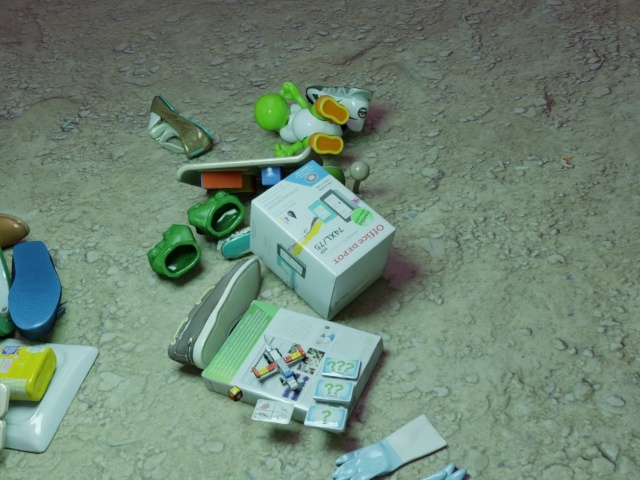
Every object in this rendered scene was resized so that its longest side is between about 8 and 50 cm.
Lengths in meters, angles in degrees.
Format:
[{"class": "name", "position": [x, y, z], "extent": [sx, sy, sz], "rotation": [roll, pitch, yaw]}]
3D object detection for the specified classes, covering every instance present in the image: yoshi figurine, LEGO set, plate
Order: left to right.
[{"class": "plate", "position": [-0.668, 0.319, 1.576], "extent": [0.277, 0.045, 0.278], "rotation": [3, 42, 14]}, {"class": "LEGO set", "position": [-0.056, 0.277, 1.423], "extent": [0.244, 0.060, 0.183], "rotation": [4, 40, 14]}, {"class": "yoshi figurine", "position": [-0.080, -0.347, 2.077], "extent": [0.203, 0.203, 0.362], "rotation": [-36, 27, -17]}]

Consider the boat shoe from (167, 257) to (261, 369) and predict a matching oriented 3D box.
[{"class": "boat shoe", "position": [-0.233, 0.153, 1.634], "extent": [0.096, 0.117, 0.324], "rotation": [5, 43, 23]}]

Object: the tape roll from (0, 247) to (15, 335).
[{"class": "tape roll", "position": [-0.802, 0.074, 1.666], "extent": [0.077, 0.321, 0.321], "rotation": [-17, 42, -9]}]

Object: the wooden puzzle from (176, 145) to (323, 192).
[{"class": "wooden puzzle", "position": [-0.173, -0.168, 1.909], "extent": [0.347, 0.081, 0.322], "rotation": [-8, -1, 6]}]

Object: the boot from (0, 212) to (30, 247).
[{"class": "boot", "position": [-0.921, 0.038, 1.886], "extent": [0.283, 0.109, 0.220], "rotation": [-5, 40, 7]}]

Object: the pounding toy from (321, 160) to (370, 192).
[{"class": "pounding toy", "position": [0.019, -0.103, 1.861], "extent": [0.236, 0.183, 0.110], "rotation": [-16, 67, -13]}]

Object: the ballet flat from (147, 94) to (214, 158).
[{"class": "ballet flat", "position": [-0.467, -0.351, 2.263], "extent": [0.124, 0.116, 0.342], "rotation": [-44, 54, -9]}]

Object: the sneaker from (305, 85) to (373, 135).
[{"class": "sneaker", "position": [0.037, -0.395, 2.201], "extent": [0.122, 0.146, 0.330], "rotation": [4, 10, -26]}]

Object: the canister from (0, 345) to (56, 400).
[{"class": "canister", "position": [-0.665, 0.281, 1.530], "extent": [0.169, 0.073, 0.126], "rotation": [1, 43, 8]}]

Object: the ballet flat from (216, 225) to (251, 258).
[{"class": "ballet flat", "position": [-0.150, -0.021, 1.838], "extent": [0.240, 0.091, 0.077], "rotation": [-14, 28, -8]}]

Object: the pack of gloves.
[{"class": "pack of gloves", "position": [0.144, 0.427, 1.309], "extent": [0.232, 0.046, 0.195], "rotation": [-23, 44, -16]}]

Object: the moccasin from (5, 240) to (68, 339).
[{"class": "moccasin", "position": [-0.679, 0.130, 1.744], "extent": [0.137, 0.117, 0.342], "rotation": [-5, 35, -14]}]

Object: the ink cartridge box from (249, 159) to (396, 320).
[{"class": "ink cartridge box", "position": [0.000, 0.000, 1.651], "extent": [0.270, 0.197, 0.198], "rotation": [41, 60, 21]}]

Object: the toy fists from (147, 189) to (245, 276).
[{"class": "toy fists", "position": [-0.317, -0.020, 1.809], "extent": [0.279, 0.096, 0.142], "rotation": [-45, 19, -13]}]

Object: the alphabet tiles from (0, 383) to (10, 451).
[{"class": "alphabet tiles", "position": [-0.769, 0.362, 1.460], "extent": [0.283, 0.021, 0.278], "rotation": [-2, 77, 9]}]

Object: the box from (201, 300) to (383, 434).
[{"class": "box", "position": [-0.057, 0.259, 1.527], "extent": [0.321, 0.059, 0.232], "rotation": [15, 47, 23]}]
